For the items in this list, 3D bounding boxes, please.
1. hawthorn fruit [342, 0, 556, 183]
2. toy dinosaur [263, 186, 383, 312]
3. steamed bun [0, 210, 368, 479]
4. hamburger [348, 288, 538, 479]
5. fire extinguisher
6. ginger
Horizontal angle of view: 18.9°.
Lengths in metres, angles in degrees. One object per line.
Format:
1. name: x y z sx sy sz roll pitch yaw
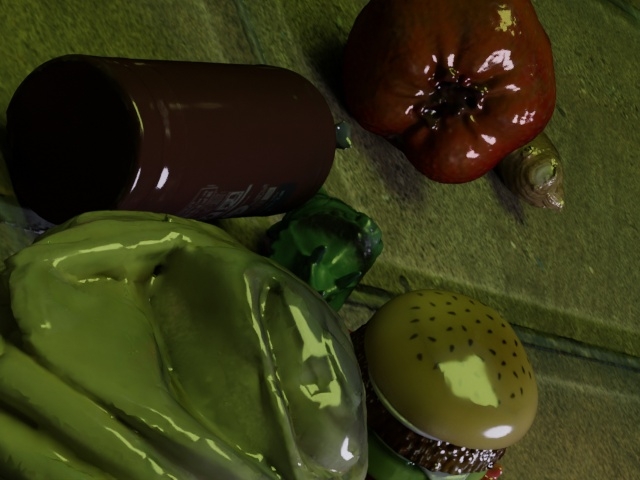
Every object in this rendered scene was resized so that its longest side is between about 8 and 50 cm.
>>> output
1. hawthorn fruit: 0.119 -0.181 1.818 0.207 0.207 0.243 48 22 -24
2. toy dinosaur: -0.012 0.013 1.483 0.079 0.120 0.292 42 3 -11
3. steamed bun: -0.081 0.101 1.081 0.268 0.207 0.280 60 26 -1
4. hamburger: 0.080 0.111 1.417 0.175 0.137 0.175 22 39 -19
5. fire extinguisher: -0.086 -0.070 1.372 0.337 0.135 0.114 -5 91 -60
6. ginger: 0.218 -0.093 2.056 0.096 0.067 0.165 49 13 -22
